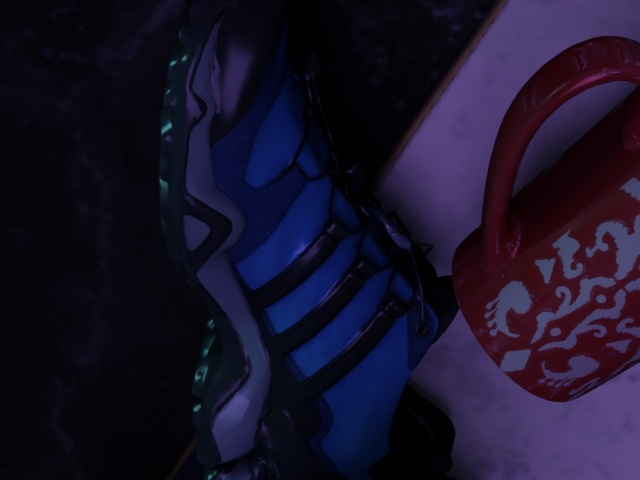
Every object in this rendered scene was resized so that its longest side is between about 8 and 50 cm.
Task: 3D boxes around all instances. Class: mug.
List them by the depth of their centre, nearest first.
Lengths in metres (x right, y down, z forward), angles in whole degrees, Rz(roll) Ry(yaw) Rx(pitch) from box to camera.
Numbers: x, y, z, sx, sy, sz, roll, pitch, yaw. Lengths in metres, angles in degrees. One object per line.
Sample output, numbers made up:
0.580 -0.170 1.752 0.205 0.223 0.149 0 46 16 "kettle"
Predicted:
0.135 -0.021 0.763 0.150 0.113 0.169 44 124 -9 "mug"

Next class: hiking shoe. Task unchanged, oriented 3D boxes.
0.000 0.000 0.817 0.132 0.113 0.304 -3 127 4 "hiking shoe"
